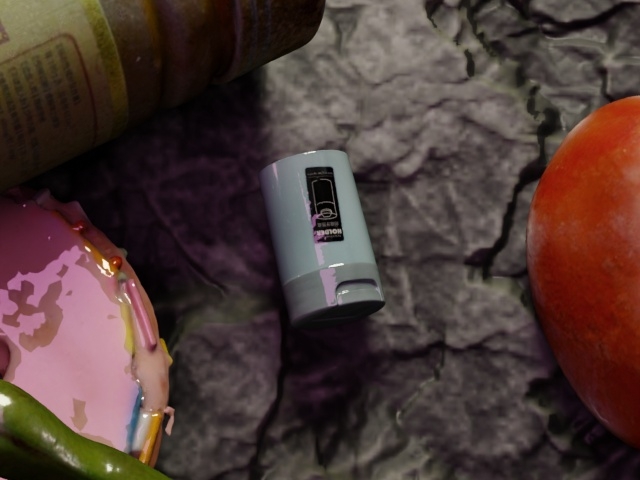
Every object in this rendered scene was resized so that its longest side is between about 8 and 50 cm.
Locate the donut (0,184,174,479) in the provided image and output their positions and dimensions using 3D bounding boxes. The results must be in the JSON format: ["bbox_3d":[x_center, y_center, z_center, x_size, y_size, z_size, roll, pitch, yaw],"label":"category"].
[{"bbox_3d":[-0.171,0.077,0.920,0.199,0.085,0.232,-13,77,4],"label":"donut"}]

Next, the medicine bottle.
[{"bbox_3d":[-0.169,-0.101,0.868,0.322,0.151,0.151,-28,76,-21],"label":"medicine bottle"}]

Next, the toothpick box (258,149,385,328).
[{"bbox_3d":[0.000,0.000,0.931,0.052,0.052,0.083,-15,76,4],"label":"toothpick box"}]

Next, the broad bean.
[{"bbox_3d":[-0.077,0.122,0.842,0.052,0.256,0.052,-35,41,40],"label":"broad bean"}]

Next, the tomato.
[{"bbox_3d":[0.179,0.009,0.891,0.166,0.082,0.174,-44,79,-2],"label":"tomato"}]
